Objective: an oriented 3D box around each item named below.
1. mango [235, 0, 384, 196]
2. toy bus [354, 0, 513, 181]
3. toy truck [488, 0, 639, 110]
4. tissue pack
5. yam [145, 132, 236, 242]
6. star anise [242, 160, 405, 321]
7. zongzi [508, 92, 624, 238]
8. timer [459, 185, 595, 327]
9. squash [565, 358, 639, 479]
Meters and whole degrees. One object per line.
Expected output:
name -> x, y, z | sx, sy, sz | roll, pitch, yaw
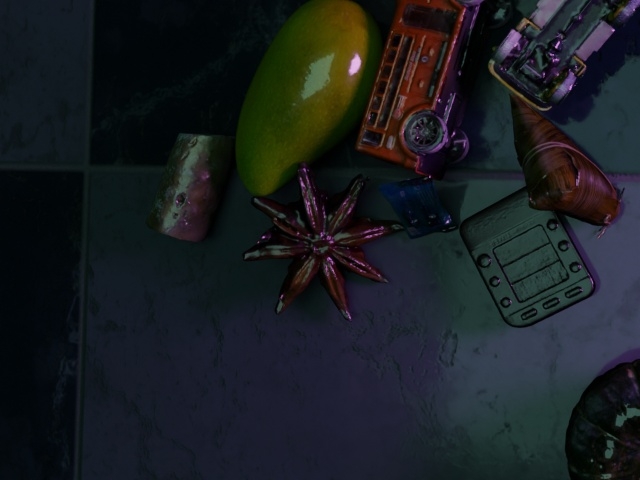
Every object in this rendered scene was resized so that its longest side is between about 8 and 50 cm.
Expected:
mango -> -0.025, -0.220, 1.438 | 0.192, 0.156, 0.343 | 40, 108, 30
toy bus -> 0.169, -0.264, 1.356 | 0.153, 0.143, 0.329 | 20, 96, 25
toy truck -> 0.362, -0.324, 1.278 | 0.124, 0.157, 0.272 | 38, 113, 2
tissue pack -> 0.152, -0.046, 1.382 | 0.085, 0.138, 0.028 | -13, 47, 24
yam -> -0.217, -0.101, 1.546 | 0.107, 0.107, 0.194 | 24, 99, 21
star anise -> 0.000, 0.000, 1.470 | 0.272, 0.102, 0.272 | 0, 104, -1
zongzi -> 0.348, -0.112, 1.295 | 0.084, 0.187, 0.184 | -35, 55, 34
timer -> 0.307, 0.026, 1.355 | 0.144, 0.055, 0.187 | -29, 75, 18
squash -> 0.459, 0.287, 1.228 | 0.252, 0.165, 0.252 | 1, 93, 22
